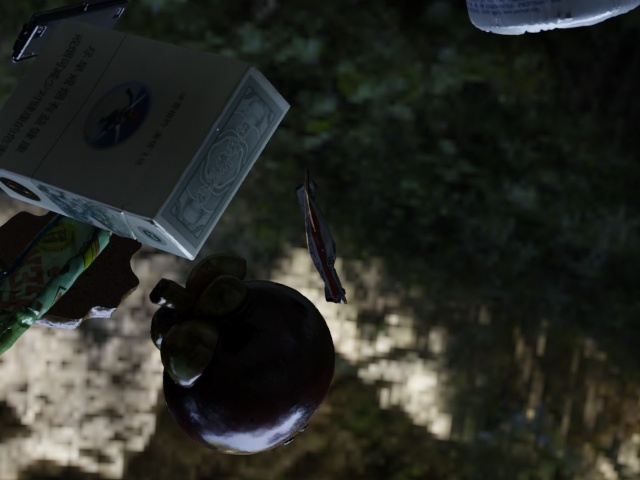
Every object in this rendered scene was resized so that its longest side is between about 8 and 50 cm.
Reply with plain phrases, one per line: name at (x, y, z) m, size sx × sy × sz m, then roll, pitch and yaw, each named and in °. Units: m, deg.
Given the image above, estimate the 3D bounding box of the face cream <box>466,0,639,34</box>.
face cream at (0.260, -0.299, 2.063) m, size 0.206 × 0.111 × 0.206 m, roll -10°, pitch -167°, yaw 2°

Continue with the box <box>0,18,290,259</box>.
box at (-0.171, -0.094, 1.615) m, size 0.256 × 0.069 × 0.164 m, roll 18°, pitch -110°, yaw 41°

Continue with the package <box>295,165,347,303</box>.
package at (0.000, 0.000, 2.073) m, size 0.030 × 0.154 × 0.239 m, roll -17°, pitch 178°, yaw 2°

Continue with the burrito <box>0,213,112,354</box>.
burrito at (-0.351, 0.047, 2.121) m, size 0.104 × 0.054 × 0.288 m, roll 28°, pitch -131°, yaw 13°

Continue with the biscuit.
biscuit at (-0.329, 0.032, 2.438) m, size 0.215 × 0.034 × 0.182 m, roll -14°, pitch -117°, yaw -38°

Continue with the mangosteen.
mangosteen at (-0.081, 0.103, 1.732) m, size 0.200 × 0.199 × 0.200 m, roll 5°, pitch -157°, yaw -2°

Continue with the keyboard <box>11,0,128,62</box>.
keyboard at (-0.362, -0.314, 2.678) m, size 0.025 × 0.093 × 0.230 m, roll 42°, pitch -150°, yaw 13°
